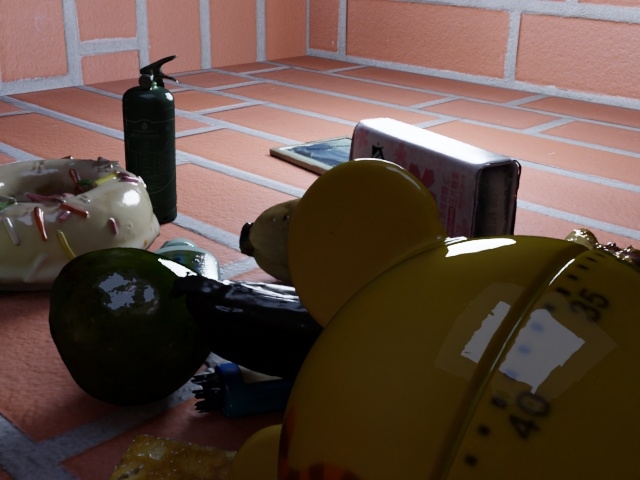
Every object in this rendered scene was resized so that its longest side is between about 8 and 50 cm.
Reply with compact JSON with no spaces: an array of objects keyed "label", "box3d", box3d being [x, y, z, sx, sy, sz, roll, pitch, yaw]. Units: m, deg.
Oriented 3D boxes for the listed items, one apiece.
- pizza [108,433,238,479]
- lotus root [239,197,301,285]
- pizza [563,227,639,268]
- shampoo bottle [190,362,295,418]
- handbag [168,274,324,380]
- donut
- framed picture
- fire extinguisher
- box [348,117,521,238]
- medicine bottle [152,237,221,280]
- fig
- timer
[{"label":"pizza","box3d":[-0.145,0.238,0.783,0.175,0.046,0.134,-8,24,-23]},{"label":"lotus root","box3d":[0.000,0.000,1.258,0.257,0.154,0.140,6,27,22]},{"label":"pizza","box3d":[0.442,0.100,0.985,0.278,0.114,0.409,14,23,-22]},{"label":"shampoo bottle","box3d":[-0.061,0.169,0.958,0.183,0.050,0.087,-5,25,-16]},{"label":"handbag","box3d":[0.015,0.104,0.856,0.332,0.191,0.075,10,67,8]},{"label":"donut","box3d":[-0.462,-0.040,1.357,0.382,0.142,0.382,0,21,0]},{"label":"framed picture","box3d":[0.069,-0.195,1.948,0.247,0.022,0.335,-13,25,-33]},{"label":"fire extinguisher","box3d":[-0.309,-0.186,1.505,0.114,0.311,0.095,2,23,1]},{"label":"box","box3d":[0.194,-0.094,1.468,0.112,0.190,0.370,-12,23,-29]},{"label":"medicine bottle","box3d":[-0.205,0.065,1.177,0.121,0.083,0.229,-4,21,-7]},{"label":"fig","box3d":[-0.201,0.087,0.973,0.245,0.195,0.195,-21,30,-35]},{"label":"timer","box3d":[0.106,0.150,0.610,0.387,0.376,0.376,19,27,33]}]
